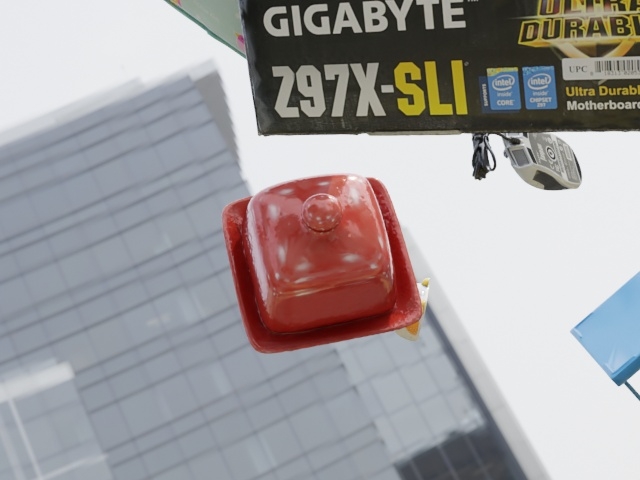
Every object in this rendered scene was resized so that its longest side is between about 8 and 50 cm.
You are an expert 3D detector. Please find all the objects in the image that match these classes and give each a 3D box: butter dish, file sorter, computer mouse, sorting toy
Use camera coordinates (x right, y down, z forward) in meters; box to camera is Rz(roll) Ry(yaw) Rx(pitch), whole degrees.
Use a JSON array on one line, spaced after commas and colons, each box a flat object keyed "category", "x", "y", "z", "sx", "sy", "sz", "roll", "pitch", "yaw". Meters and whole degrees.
[{"category": "butter dish", "x": 0.000, "y": 0.000, "z": 1.150, "sx": 0.160, "sy": 0.160, "sz": 0.118, "roll": -11, "pitch": -27, "yaw": -6}, {"category": "file sorter", "x": 0.325, "y": 0.076, "z": 1.138, "sx": 0.170, "sy": 0.104, "sz": 0.118, "roll": -41, "pitch": 16, "yaw": 6}, {"category": "computer mouse", "x": 0.218, "y": -0.092, "z": 1.445, "sx": 0.042, "sy": 0.106, "sz": 0.193, "roll": -32, "pitch": -35, "yaw": 35}, {"category": "sorting toy", "x": 0.084, "y": 0.067, "z": 1.532, "sx": 0.075, "sy": 0.083, "sz": 0.045, "roll": 13, "pitch": -52, "yaw": 1}]

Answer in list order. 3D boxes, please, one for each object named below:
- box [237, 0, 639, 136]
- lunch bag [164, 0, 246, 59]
[{"category": "box", "x": 0.149, "y": -0.118, "z": 0.613, "sx": 0.257, "sy": 0.079, "sz": 0.322, "roll": 0, "pitch": 17, "yaw": 28}, {"category": "lunch bag", "x": -0.059, "y": -0.283, "z": 1.174, "sx": 0.108, "sy": 0.279, "sz": 0.224, "roll": -46, "pitch": -11, "yaw": -38}]
